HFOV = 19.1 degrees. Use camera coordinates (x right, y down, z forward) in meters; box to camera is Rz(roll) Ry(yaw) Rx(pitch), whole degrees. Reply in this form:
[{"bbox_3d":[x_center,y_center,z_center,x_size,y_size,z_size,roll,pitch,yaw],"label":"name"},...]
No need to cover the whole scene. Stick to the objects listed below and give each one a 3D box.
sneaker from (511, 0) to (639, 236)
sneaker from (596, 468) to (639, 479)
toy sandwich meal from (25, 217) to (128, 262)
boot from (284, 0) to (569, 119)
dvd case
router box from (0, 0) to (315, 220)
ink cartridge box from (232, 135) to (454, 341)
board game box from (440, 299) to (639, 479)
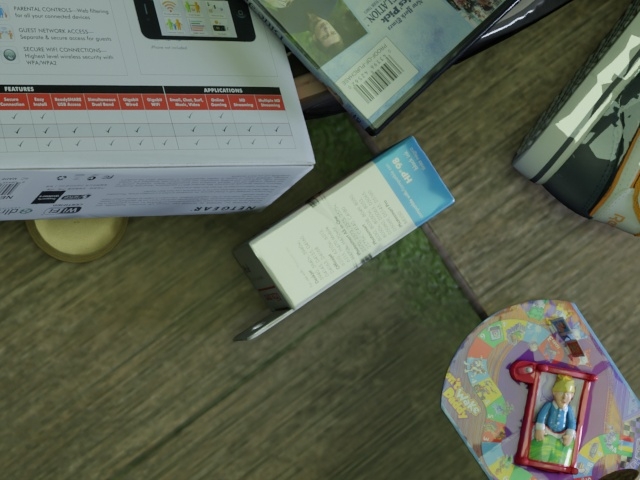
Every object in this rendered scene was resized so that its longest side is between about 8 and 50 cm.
[{"bbox_3d":[0.288,-0.148,1.438,0.127,0.126,0.321,37,92,-1],"label":"sneaker"},{"bbox_3d":[0.181,0.259,1.421,0.192,0.064,0.086,-35,101,-5],"label":"sneaker"},{"bbox_3d":[-0.182,-0.024,1.399,0.085,0.029,0.086,0,89,-13],"label":"toy sandwich meal"},{"bbox_3d":[0.075,-0.278,1.402,0.377,0.138,0.284,-29,91,-11],"label":"boot"},{"bbox_3d":[0.015,-0.222,1.311,0.180,0.022,0.253,-43,90,-11],"label":"dvd case"},{"bbox_3d":[-0.193,-0.166,1.275,0.335,0.082,0.301,-2,68,-33],"label":"router box"},{"bbox_3d":[0.000,0.000,1.387,0.180,0.104,0.060,-34,92,-10],"label":"ink cartridge box"},{"bbox_3d":[0.175,0.130,1.445,0.133,0.033,0.169,-34,92,-10],"label":"board game box"}]
